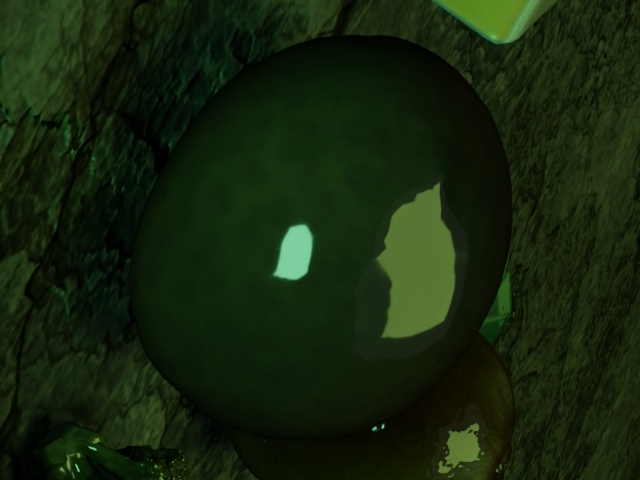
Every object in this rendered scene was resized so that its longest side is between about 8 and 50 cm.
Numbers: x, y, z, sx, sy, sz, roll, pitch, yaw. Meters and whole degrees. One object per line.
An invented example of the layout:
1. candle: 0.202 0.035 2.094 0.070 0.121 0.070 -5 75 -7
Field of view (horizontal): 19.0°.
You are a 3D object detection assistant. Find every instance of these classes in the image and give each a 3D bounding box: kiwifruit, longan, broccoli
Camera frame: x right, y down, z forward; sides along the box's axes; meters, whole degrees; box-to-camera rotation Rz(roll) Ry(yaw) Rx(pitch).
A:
1. kiwifruit: 0.044 0.136 1.530 0.196 0.234 0.196 -51 157 -32
2. longan: 0.000 0.000 1.308 0.300 0.243 0.300 -44 -173 7
3. broccoli: -0.149 0.180 1.293 0.131 0.130 0.120 -35 105 -9

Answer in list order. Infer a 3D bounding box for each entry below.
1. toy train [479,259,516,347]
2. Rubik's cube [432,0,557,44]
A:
1. toy train: 0.094 0.080 1.759 0.269 0.115 0.154 -52 148 -38
2. Rubik's cube: 0.102 -0.337 1.052 0.290 0.291 0.291 -42 166 -49
